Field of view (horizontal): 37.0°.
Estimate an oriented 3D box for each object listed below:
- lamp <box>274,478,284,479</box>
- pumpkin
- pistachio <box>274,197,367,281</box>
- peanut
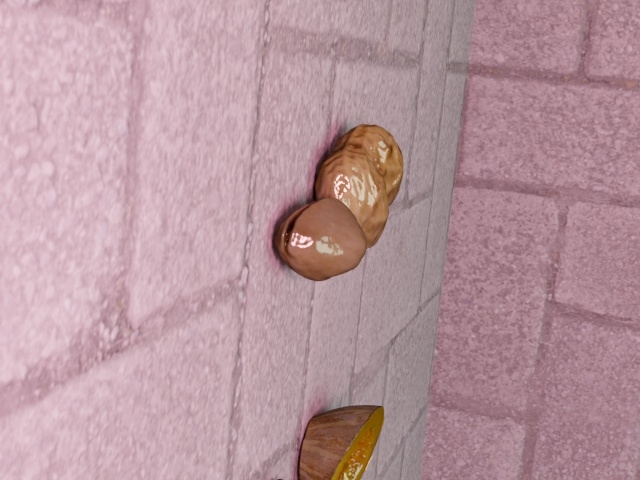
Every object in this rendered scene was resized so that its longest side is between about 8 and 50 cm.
[{"bbox_3d":[-0.018,0.495,1.500,0.223,0.151,0.215,-69,151,-21],"label":"lamp"},{"bbox_3d":[0.024,0.378,1.714,0.217,0.110,0.217,21,90,-76],"label":"pumpkin"},{"bbox_3d":[0.000,0.000,1.407,0.185,0.108,0.126,-11,112,-59],"label":"pistachio"},{"bbox_3d":[0.065,-0.090,1.580,0.233,0.110,0.196,-64,151,-46],"label":"peanut"}]
